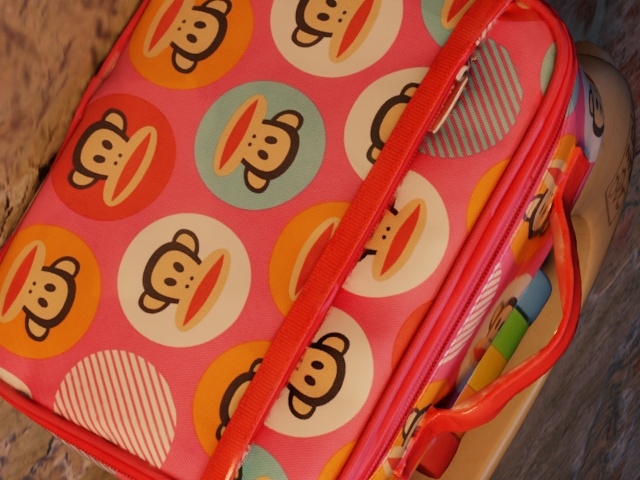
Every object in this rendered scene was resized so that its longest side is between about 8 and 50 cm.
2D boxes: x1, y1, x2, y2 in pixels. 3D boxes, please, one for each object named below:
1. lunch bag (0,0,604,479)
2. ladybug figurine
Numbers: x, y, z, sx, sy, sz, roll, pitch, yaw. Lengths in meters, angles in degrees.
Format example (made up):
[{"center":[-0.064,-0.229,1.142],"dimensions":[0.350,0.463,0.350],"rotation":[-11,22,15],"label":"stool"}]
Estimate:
[{"center":[0.000,0.000,0.860],"dimensions":[0.293,0.258,0.120],"rotation":[-61,158,-5],"label":"lunch bag"},{"center":[0.049,0.053,1.149],"dimensions":[0.449,0.162,0.305],"rotation":[-57,157,-14],"label":"ladybug figurine"}]
